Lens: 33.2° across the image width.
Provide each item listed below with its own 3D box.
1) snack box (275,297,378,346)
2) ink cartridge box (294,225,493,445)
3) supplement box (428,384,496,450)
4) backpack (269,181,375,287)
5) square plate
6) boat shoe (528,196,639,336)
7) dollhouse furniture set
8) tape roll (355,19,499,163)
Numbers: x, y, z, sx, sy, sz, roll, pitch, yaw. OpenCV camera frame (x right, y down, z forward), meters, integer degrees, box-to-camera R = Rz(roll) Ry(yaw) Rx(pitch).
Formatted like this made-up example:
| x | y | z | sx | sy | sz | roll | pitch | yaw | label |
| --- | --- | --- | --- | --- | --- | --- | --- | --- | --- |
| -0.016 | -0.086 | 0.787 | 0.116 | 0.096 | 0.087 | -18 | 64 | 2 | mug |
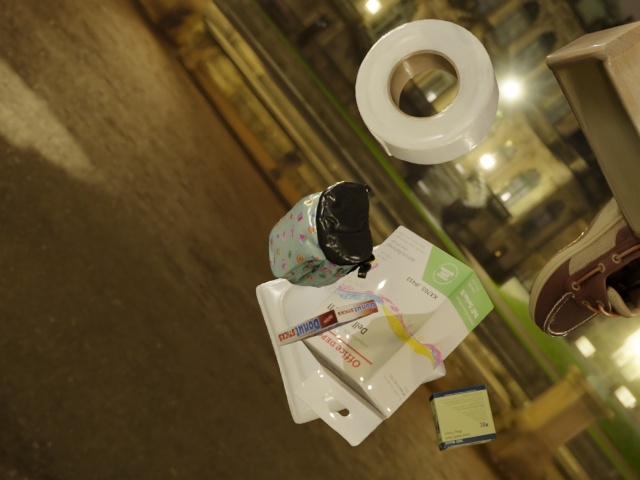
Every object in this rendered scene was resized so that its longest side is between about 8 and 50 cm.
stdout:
| x | y | z | sx | sy | sz | roll | pitch | yaw | label |
| --- | --- | --- | --- | --- | --- | --- | --- | --- | --- |
| 0.005 | 0.111 | 1.440 | 0.178 | 0.064 | 0.022 | -29 | -104 | 58 | snack box |
| 0.104 | 0.164 | 1.899 | 0.207 | 0.353 | 0.119 | 34 | -16 | 44 | ink cartridge box |
| 0.215 | 0.270 | 1.634 | 0.056 | 0.083 | 0.083 | 94 | -14 | -74 | supplement box |
| 0.000 | 0.000 | 1.660 | 0.115 | 0.182 | 0.151 | 16 | 61 | -24 | backpack |
| 0.059 | 0.192 | 2.379 | 0.049 | 0.347 | 0.344 | 72 | 0 | -65 | square plate |
| 0.412 | 0.058 | 1.529 | 0.123 | 0.342 | 0.123 | 1 | 54 | -26 | boat shoe |
| 0.517 | -0.204 | 1.282 | 0.256 | 0.394 | 0.362 | 61 | -6 | -10 | dollhouse furniture set |
| 0.218 | -0.301 | 2.196 | 0.286 | 0.286 | 0.100 | 54 | 4 | 19 | tape roll |
